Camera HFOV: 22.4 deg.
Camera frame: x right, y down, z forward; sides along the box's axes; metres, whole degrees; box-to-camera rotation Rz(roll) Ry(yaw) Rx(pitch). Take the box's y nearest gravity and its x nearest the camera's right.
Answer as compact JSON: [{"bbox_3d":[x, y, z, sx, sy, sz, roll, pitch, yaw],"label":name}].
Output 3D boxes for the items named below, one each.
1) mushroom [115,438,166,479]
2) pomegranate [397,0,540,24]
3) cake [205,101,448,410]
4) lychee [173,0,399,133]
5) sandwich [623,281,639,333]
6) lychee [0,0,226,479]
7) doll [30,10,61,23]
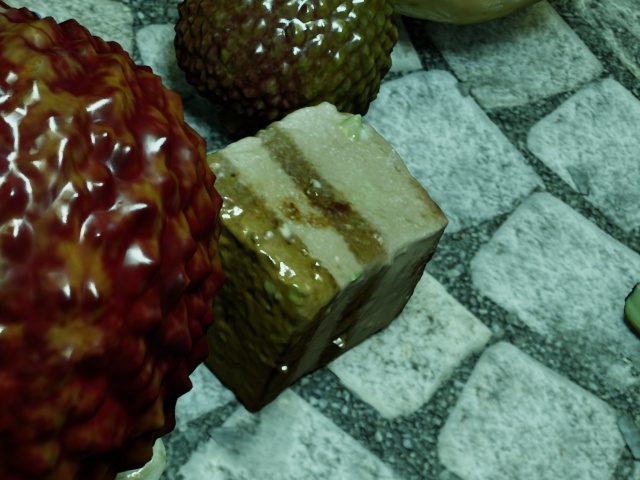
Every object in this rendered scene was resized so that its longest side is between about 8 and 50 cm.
[{"bbox_3d":[-0.178,0.192,1.434,0.083,0.067,0.083,7,56,-10],"label":"mushroom"},{"bbox_3d":[0.158,-0.417,1.876,0.410,0.410,0.410,11,50,-13],"label":"pomegranate"},{"bbox_3d":[0.000,0.000,1.580,0.293,0.199,0.196,-27,63,-37],"label":"cake"},{"bbox_3d":[-0.029,-0.229,1.721,0.236,0.271,0.236,31,24,-15],"label":"lychee"},{"bbox_3d":[0.475,0.097,1.781,0.245,0.063,0.212,-25,69,-35],"label":"sandwich"},{"bbox_3d":[-0.284,-0.007,1.311,0.424,0.424,0.500,1,76,-21],"label":"lychee"},{"bbox_3d":[-0.277,-0.179,1.702,0.195,0.070,0.096,34,79,3],"label":"doll"}]
